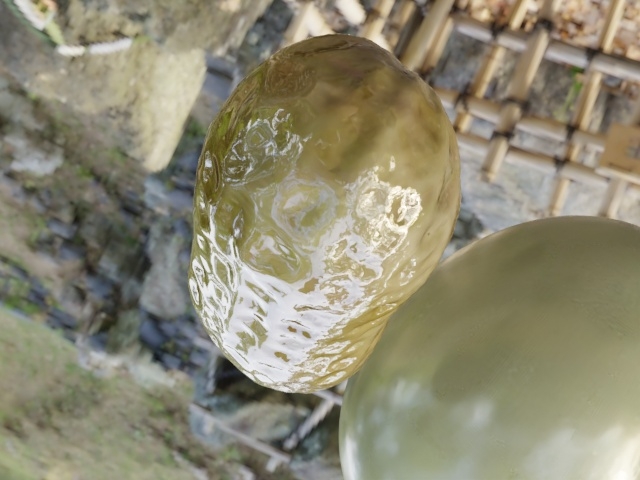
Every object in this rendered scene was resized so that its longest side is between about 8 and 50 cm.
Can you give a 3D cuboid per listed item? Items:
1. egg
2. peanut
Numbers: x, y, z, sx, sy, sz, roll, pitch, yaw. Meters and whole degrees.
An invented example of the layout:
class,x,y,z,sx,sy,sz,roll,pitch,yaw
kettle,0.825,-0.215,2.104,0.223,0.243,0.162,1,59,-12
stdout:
class,x,y,z,sx,sy,sz,roll,pitch,yaw
egg,0.119,0.091,0.658,0.186,0.241,0.186,43,-173,-6
peanut,0.000,0.000,0.458,0.095,0.108,0.226,45,154,14
